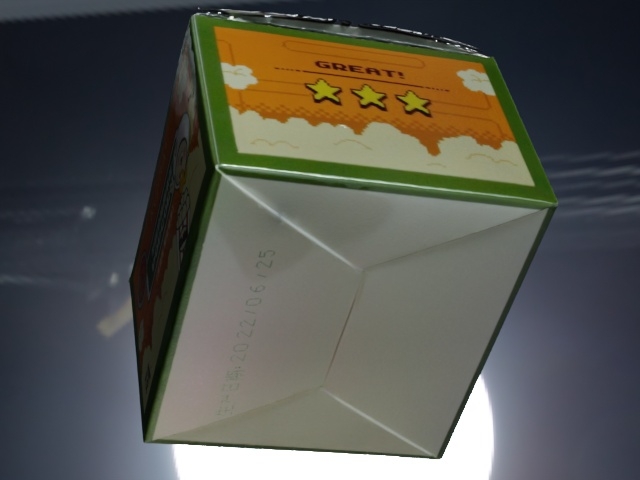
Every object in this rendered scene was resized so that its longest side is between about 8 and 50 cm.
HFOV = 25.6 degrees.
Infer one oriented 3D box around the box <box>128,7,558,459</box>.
[{"bbox_3d":[0.000,0.000,0.772,0.177,0.148,0.195,6,-50,-15],"label":"box"}]
